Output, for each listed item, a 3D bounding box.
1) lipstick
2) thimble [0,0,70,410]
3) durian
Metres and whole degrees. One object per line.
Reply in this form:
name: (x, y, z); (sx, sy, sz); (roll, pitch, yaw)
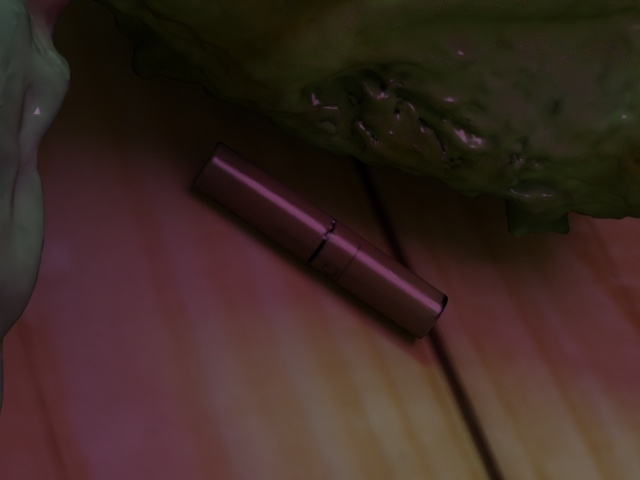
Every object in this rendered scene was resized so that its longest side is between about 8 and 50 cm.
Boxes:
lipstick: (0.000, 0.000, 0.602); (0.094, 0.019, 0.019); (34, 45, -3)
thimble: (-0.149, 0.005, 0.399); (0.149, 0.185, 0.211); (12, 83, -22)
durian: (0.060, -0.143, 0.628); (0.339, 0.204, 0.256); (15, 61, -21)
